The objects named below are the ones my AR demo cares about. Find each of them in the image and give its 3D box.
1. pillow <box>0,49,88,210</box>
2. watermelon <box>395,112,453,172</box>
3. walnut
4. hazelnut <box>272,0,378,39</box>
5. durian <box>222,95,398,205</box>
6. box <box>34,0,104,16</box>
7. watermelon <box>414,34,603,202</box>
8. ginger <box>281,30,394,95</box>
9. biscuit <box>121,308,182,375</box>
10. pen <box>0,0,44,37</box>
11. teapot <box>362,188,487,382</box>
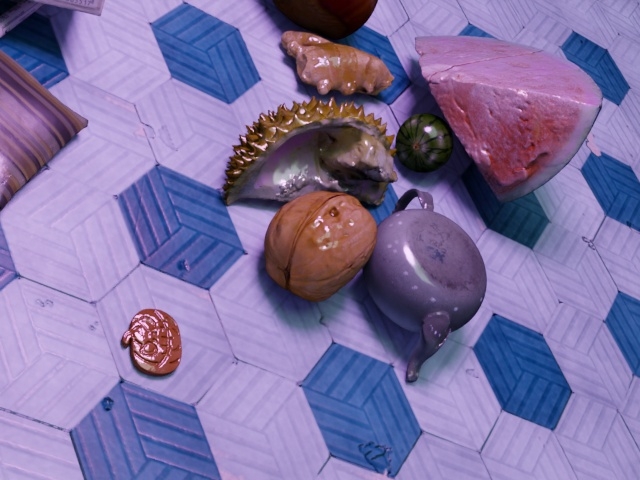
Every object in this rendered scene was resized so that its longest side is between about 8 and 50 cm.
[{"bbox_3d":[-0.428,-0.161,1.355,0.208,0.052,0.212,41,45,-8],"label":"pillow"},{"bbox_3d":[0.174,-0.162,1.769,0.109,0.109,0.109,20,48,-24],"label":"watermelon"},{"bbox_3d":[0.000,0.000,1.492,0.180,0.144,0.144,-34,82,-38],"label":"walnut"},{"bbox_3d":[0.009,-0.463,1.796,0.229,0.229,0.229,20,48,-24],"label":"hazelnut"},{"bbox_3d":[0.005,-0.123,1.585,0.306,0.172,0.166,9,77,-42],"label":"durian"},{"bbox_3d":[-0.424,-0.389,1.462,0.259,0.071,0.168,10,27,-25],"label":"box"},{"bbox_3d":[0.296,-0.203,1.822,0.319,0.222,0.292,8,24,7],"label":"watermelon"},{"bbox_3d":[0.031,-0.282,1.768,0.205,0.081,0.115,17,17,-15],"label":"ginger"},{"bbox_3d":[-0.208,0.124,1.327,0.078,0.015,0.091,9,53,-32],"label":"biscuit"},{"bbox_3d":[-0.411,-0.335,1.522,0.025,0.025,0.204,39,43,-6],"label":"pen"},{"bbox_3d":[0.146,0.050,1.570,0.193,0.129,0.294,16,48,-28],"label":"teapot"}]
